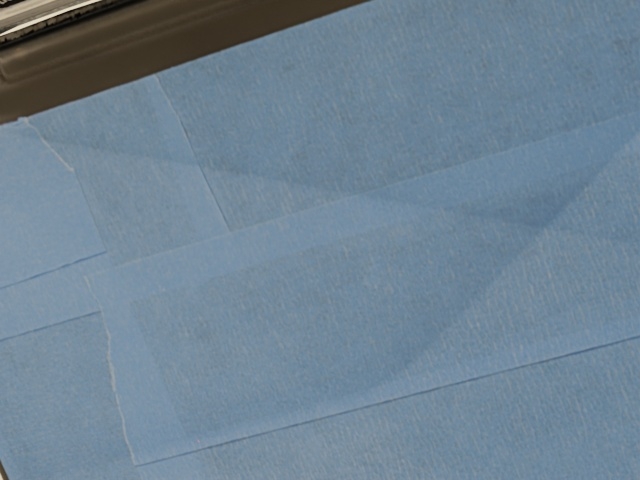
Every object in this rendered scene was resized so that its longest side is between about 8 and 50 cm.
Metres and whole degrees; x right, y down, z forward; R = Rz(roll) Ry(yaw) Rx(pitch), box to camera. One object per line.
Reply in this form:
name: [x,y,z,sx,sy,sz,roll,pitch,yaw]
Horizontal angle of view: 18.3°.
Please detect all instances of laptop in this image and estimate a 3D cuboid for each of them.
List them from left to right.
laptop: [0.017,-0.013,0.466,0.382,0.236,0.408,-17,-20,19]
